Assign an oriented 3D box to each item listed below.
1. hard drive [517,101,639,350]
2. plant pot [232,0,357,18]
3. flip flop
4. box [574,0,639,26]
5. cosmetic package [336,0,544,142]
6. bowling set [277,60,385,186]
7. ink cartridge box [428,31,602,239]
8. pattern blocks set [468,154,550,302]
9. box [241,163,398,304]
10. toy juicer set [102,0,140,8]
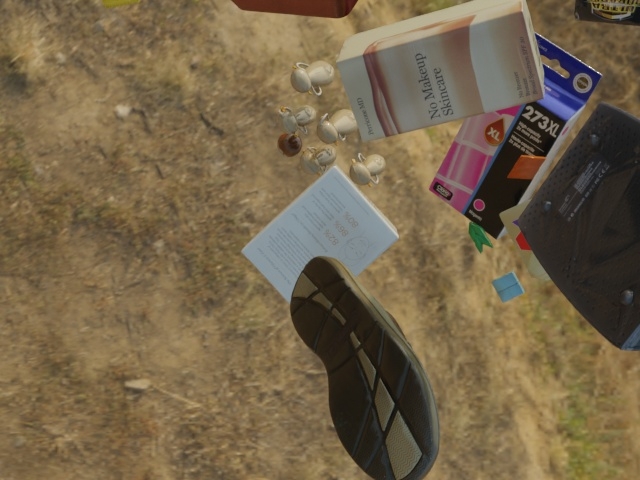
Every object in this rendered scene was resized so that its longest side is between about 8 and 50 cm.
[{"bbox_3d":[0.286,-0.017,0.892,0.054,0.255,0.172,25,109,-21],"label":"hard drive"},{"bbox_3d":[-0.033,-0.451,1.277,0.267,0.267,0.236,-60,148,-32],"label":"plant pot"},{"bbox_3d":[0.050,0.121,0.944,0.080,0.112,0.277,23,22,-38],"label":"flip flop"},{"bbox_3d":[0.456,-0.334,1.050,0.073,0.293,0.295,79,29,-44],"label":"box"},{"bbox_3d":[0.191,-0.274,1.500,0.129,0.296,0.153,-70,142,-58],"label":"cosmetic package"},{"bbox_3d":[-0.017,-0.201,1.930,0.287,0.200,0.154,58,29,-2],"label":"bowling set"},{"bbox_3d":[0.357,-0.195,1.784,0.175,0.371,0.069,39,35,20],"label":"ink cartridge box"},{"bbox_3d":[0.430,-0.026,1.689,0.285,0.324,0.026,69,23,-8],"label":"pattern blocks set"},{"bbox_3d":[0.000,0.000,1.280,0.170,0.091,0.130,-41,94,7],"label":"box"},{"bbox_3d":[-0.370,-0.580,1.615,0.209,0.089,0.329,52,37,-81],"label":"toy juicer set"}]
